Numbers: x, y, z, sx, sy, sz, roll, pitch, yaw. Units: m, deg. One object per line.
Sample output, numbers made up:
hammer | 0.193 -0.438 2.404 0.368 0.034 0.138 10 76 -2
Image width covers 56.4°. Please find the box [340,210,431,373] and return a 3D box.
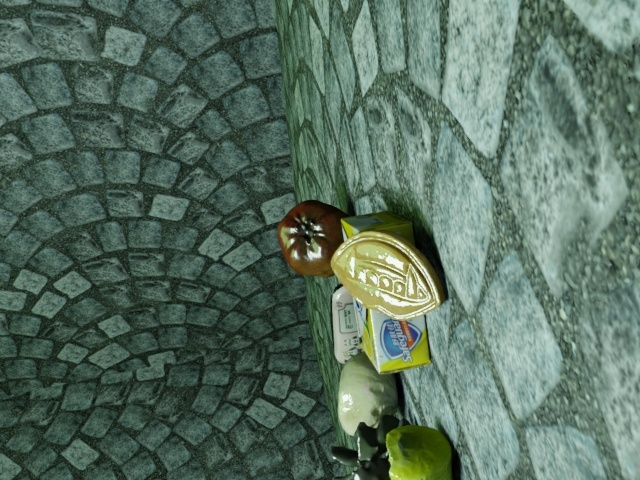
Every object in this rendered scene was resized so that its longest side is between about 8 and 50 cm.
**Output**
box | 0.116 0.088 1.090 0.168 0.097 0.265 -130 31 -75

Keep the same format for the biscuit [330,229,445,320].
biscuit | 0.101 0.052 0.948 0.221 0.029 0.142 22 119 39

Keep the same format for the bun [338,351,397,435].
bun | 0.118 0.351 1.378 0.193 0.128 0.178 -31 -61 -71

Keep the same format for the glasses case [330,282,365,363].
glasses case | 0.086 0.196 1.417 0.314 0.122 0.075 87 164 -46

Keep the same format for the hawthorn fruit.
hawthorn fruit | 0.000 0.000 1.595 0.248 0.208 0.208 31 -134 -72

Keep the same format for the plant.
plant | 0.138 0.491 1.198 0.188 0.199 0.276 94 161 -44

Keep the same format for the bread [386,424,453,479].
bread | 0.174 0.390 1.029 0.129 0.111 0.114 -73 -27 -62
